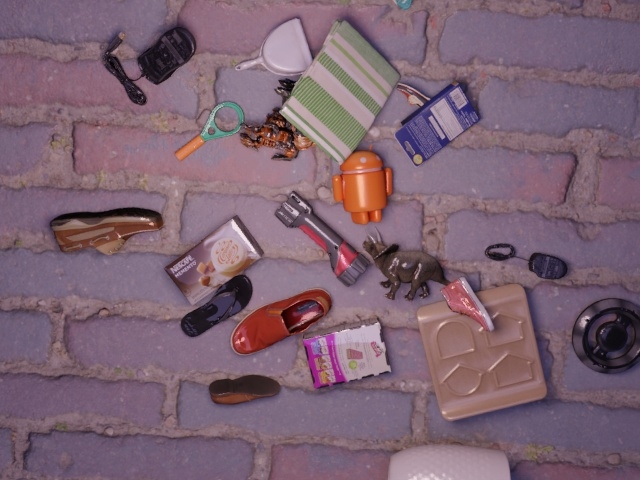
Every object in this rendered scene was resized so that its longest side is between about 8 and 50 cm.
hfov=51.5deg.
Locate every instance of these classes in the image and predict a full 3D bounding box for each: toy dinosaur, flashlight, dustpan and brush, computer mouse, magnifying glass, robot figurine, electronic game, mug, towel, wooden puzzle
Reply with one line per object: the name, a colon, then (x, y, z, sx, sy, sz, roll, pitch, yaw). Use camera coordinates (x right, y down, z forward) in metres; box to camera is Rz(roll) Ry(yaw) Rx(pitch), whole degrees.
toy dinosaur: (-0.063, -0.331, 1.849, 0.321, 0.164, 0.219, -10, 114, -18)
flashlight: (0.000, 0.000, 1.905, 0.304, 0.103, 0.103, 40, 71, -2)
dustpan and brush: (-0.139, -0.515, 1.849, 0.211, 0.060, 0.147, -19, 97, -3)
toy dinosaur: (0.260, 0.087, 1.900, 0.313, 0.121, 0.160, 15, 112, 3)
computer mouse: (-0.475, -0.523, 1.847, 0.262, 0.060, 0.184, -39, 101, 18)
magnifying glass: (-0.318, -0.307, 1.893, 0.231, 0.026, 0.092, -36, 97, 7)
robot figurine: (0.119, -0.156, 1.858, 0.158, 0.128, 0.220, -4, 99, 14)
electronic game: (0.858, 0.283, 1.957, 0.229, 0.048, 0.230, 0, 98, 2)
mug: (0.358, 0.767, 1.949, 0.327, 0.276, 0.374, 5, 129, 5)
towel: (0.056, -0.397, 1.777, 0.248, 0.038, 0.325, 39, 72, -25)
wooden puzzle: (0.473, 0.325, 1.959, 0.322, 0.080, 0.348, -15, 94, 3)
computer mouse: (0.599, 0.059, 1.936, 0.242, 0.041, 0.071, 17, 90, 5)

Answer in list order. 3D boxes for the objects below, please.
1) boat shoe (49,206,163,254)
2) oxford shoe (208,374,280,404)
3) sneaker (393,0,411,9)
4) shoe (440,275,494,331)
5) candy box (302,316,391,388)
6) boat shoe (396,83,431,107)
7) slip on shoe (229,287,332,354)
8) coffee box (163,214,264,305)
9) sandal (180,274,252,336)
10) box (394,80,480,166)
boat shoe: (-0.608, -0.023, 1.902, 0.323, 0.122, 0.120, -3, 104, 9)
oxford shoe: (-0.226, 0.456, 1.998, 0.212, 0.076, 0.076, -2, 129, -1)
sneaker: (0.306, -0.738, 1.797, 0.275, 0.107, 0.110, -34, 116, 10)
shoe: (0.415, 0.194, 1.882, 0.081, 0.063, 0.178, -30, 71, 1)
candy box: (0.078, 0.332, 1.963, 0.233, 0.071, 0.159, -13, 98, 3)
boat shoe: (0.269, -0.395, 1.862, 0.137, 0.049, 0.043, 29, 100, -8)
slip on shoe: (-0.119, 0.240, 1.937, 0.331, 0.101, 0.123, -25, 99, 6)
coffee box: (-0.305, 0.056, 1.911, 0.246, 0.098, 0.141, -34, 97, 5)
sandal: (-0.301, 0.202, 1.955, 0.254, 0.054, 0.097, -40, 96, 6)
box: (0.320, -0.322, 1.852, 0.225, 0.036, 0.136, -37, 121, 5)
